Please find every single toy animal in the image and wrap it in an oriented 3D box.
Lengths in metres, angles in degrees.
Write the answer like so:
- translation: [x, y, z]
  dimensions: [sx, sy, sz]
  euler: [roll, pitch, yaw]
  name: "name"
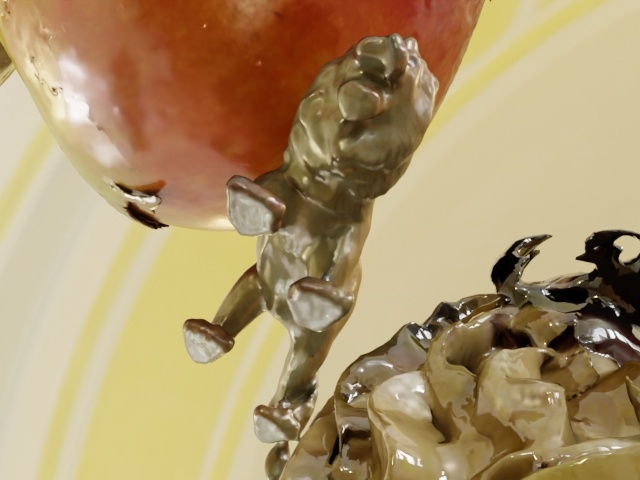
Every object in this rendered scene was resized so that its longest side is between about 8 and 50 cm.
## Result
- translation: [0.000, 0.000, 1.061]
  dimensions: [0.157, 0.097, 0.312]
  euler: [-52, -13, -36]
  name: "toy animal"

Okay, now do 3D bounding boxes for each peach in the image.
- translation: [-0.044, -0.188, 1.198]
  dimensions: [0.370, 0.370, 0.370]
  euler: [-16, -41, -14]
  name: "peach"

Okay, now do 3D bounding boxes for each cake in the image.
- translation: [0.136, 0.141, 0.943]
  dimensions: [0.332, 0.321, 0.332]
  euler: [-13, -24, -6]
  name: "cake"

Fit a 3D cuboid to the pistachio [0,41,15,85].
- translation: [-0.287, -0.203, 1.370]
  dimensions: [0.260, 0.163, 0.213]
  euler: [-36, -38, -28]
  name: "pistachio"
